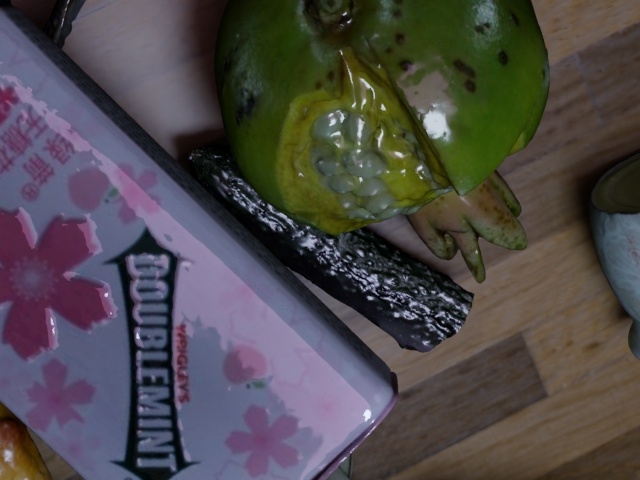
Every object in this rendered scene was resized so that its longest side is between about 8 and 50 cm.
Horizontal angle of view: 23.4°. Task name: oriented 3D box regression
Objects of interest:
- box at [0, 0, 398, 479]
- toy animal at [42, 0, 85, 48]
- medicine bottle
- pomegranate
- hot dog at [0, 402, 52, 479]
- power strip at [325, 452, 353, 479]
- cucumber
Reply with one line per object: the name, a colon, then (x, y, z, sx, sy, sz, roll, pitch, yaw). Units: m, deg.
box: (-0.143, 0.031, 0.989, 0.369, 0.112, 0.190, 43, 96, -6)
toy animal: (-0.133, -0.238, 1.011, 0.160, 0.197, 0.273, -11, 101, -13)
medicine bottle: (0.289, 0.010, 1.180, 0.147, 0.147, 0.143, -24, 110, -6)
pomegranate: (0.060, -0.095, 1.085, 0.236, 0.236, 0.302, -42, 139, 0)
hot dog: (-0.250, 0.274, 1.082, 0.185, 0.223, 0.405, -34, 110, -27)
power strip: (-0.020, 0.255, 1.137, 0.093, 0.053, 0.288, 52, 45, -40)
cucumber: (-0.001, 0.001, 1.157, 0.245, 0.067, 0.067, 33, 94, -14)
